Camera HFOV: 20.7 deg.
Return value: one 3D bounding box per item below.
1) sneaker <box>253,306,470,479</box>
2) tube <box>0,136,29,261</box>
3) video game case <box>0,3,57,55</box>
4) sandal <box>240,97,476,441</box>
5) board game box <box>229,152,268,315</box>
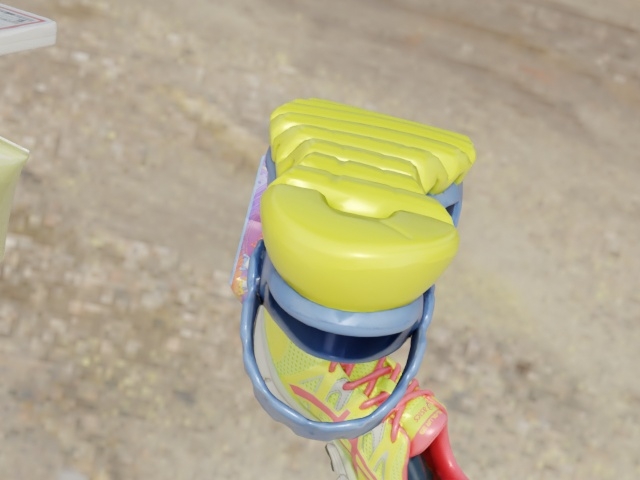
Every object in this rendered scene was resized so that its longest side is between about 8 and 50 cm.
[{"bbox_3d":[0.037,0.103,1.100,0.094,0.208,0.081,-13,24,48],"label":"sneaker"},{"bbox_3d":[-0.236,-0.035,1.158,0.070,0.062,0.240,-13,-16,-14],"label":"tube"},{"bbox_3d":[-0.406,-0.185,1.544,0.204,0.025,0.285,21,26,35],"label":"video game case"},{"bbox_3d":[0.014,0.008,0.976,0.126,0.138,0.317,13,19,6],"label":"sandal"},{"bbox_3d":[0.000,0.000,1.439,0.133,0.168,0.033,15,3,4],"label":"board game box"}]
